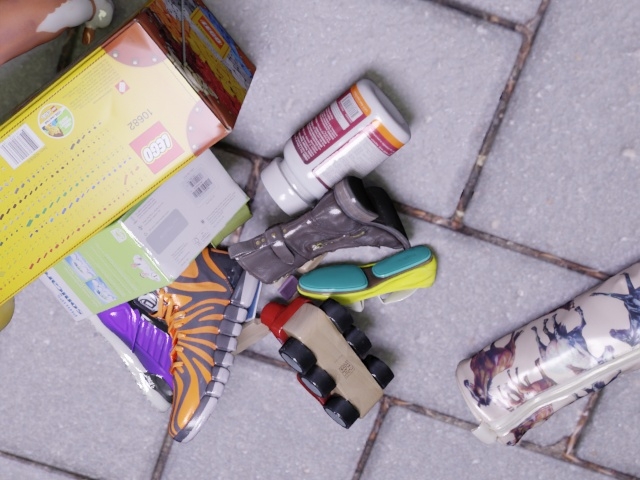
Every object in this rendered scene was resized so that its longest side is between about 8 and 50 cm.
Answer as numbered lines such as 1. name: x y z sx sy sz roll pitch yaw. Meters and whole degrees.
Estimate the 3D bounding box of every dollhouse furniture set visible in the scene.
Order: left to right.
1. dollhouse furniture set: -0.042 0.037 1.992 0.081 0.091 0.114 39 84 30

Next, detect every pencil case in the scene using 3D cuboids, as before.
1. pencil case: 0.416 0.179 1.933 0.410 0.183 0.160 -31 106 13

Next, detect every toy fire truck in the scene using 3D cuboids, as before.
1. toy fire truck: -0.039 0.188 1.984 0.158 0.246 0.217 -47 125 -16

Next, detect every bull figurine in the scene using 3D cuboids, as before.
1. bull figurine: -0.452 -0.326 1.771 0.188 0.310 0.101 27 132 32

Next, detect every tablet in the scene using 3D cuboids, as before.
1. tablet: -0.106 0.089 1.965 0.006 0.054 0.083 16 75 -16

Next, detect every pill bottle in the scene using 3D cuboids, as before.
1. pill bottle: 0.021 -0.137 1.866 0.221 0.121 0.121 -38 104 15

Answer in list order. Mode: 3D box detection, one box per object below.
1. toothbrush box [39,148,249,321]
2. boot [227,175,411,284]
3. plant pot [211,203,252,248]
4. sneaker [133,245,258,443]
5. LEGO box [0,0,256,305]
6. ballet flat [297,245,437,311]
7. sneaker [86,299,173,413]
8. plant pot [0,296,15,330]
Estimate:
1. toothbrush box: -0.273 -0.010 1.815 0.122 0.206 0.283 51 141 -13
2. boot: 0.000 0.000 1.882 0.229 0.091 0.263 -31 151 18
3. plant pot: -0.153 -0.041 1.938 0.079 0.083 0.083 -28 107 -1
4. sneaker: -0.225 0.149 1.906 0.180 0.321 0.124 23 150 -14
5. LEGO box: -0.357 -0.131 1.752 0.500 0.372 0.193 -35 105 14
6. ballet flat: 0.079 0.074 1.955 0.231 0.077 0.077 -14 124 -7
7. sneaker: -0.280 0.132 1.996 0.146 0.102 0.293 -30 110 6
8. plant pot: -0.582 0.118 1.997 0.134 0.095 0.134 1 110 2
